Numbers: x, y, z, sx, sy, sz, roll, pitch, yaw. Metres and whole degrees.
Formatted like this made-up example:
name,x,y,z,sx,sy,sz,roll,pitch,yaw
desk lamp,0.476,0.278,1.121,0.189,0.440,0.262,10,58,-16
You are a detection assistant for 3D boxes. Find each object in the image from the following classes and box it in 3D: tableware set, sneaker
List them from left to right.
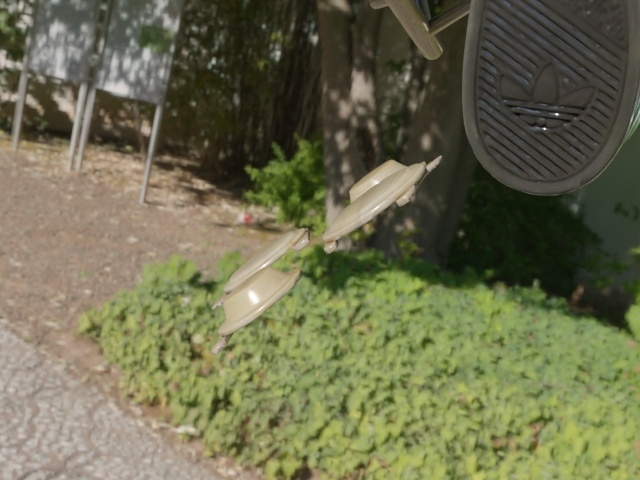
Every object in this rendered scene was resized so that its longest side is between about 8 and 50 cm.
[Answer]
name,x,y,z,sx,sy,sz,roll,pitch,yaw
tableware set,0.000,0.000,0.502,0.020,0.169,0.141,52,15,-7
sneaker,0.158,-0.181,0.470,0.124,0.295,0.178,16,19,19

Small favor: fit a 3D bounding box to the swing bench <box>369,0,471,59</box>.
name,x,y,z,sx,sy,sz,roll,pitch,yaw
swing bench,0.045,-0.309,0.640,0.165,0.253,0.255,-27,-28,36
